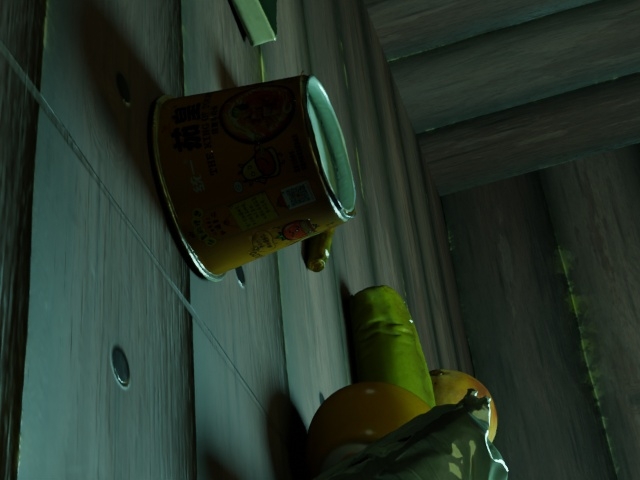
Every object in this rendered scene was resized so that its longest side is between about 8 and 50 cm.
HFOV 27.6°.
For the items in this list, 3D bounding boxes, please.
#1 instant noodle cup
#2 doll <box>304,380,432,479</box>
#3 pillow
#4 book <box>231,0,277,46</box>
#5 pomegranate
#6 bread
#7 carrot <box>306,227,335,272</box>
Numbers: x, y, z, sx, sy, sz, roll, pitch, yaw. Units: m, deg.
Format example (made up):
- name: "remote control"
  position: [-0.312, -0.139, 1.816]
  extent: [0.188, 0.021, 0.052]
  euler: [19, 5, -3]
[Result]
- name: "instant noodle cup"
  position: [-0.067, -0.079, 1.415]
  extent: [0.216, 0.172, 0.215]
  euler: [-16, 90, -78]
- name: "doll"
  position: [0.101, 0.272, 1.620]
  extent: [0.213, 0.236, 0.213]
  euler: [-14, 90, -82]
- name: "pillow"
  position: [0.093, 0.337, 1.449]
  extent: [0.138, 0.310, 0.283]
  euler: [33, -33, 48]
- name: "book"
  position: [-0.126, -0.484, 2.032]
  extent: [0.371, 0.043, 0.260]
  euler: [-88, 158, -61]
- name: "pomegranate"
  position: [0.226, 0.328, 2.359]
  extent: [0.191, 0.191, 0.191]
  euler: [-15, 90, -79]
- name: "bread"
  position: [0.128, 0.247, 2.122]
  extent: [0.166, 0.112, 0.383]
  euler: [61, 17, -50]
- name: "carrot"
  position: [0.000, 0.000, 2.014]
  extent: [0.170, 0.042, 0.042]
  euler: [-79, 152, -61]
